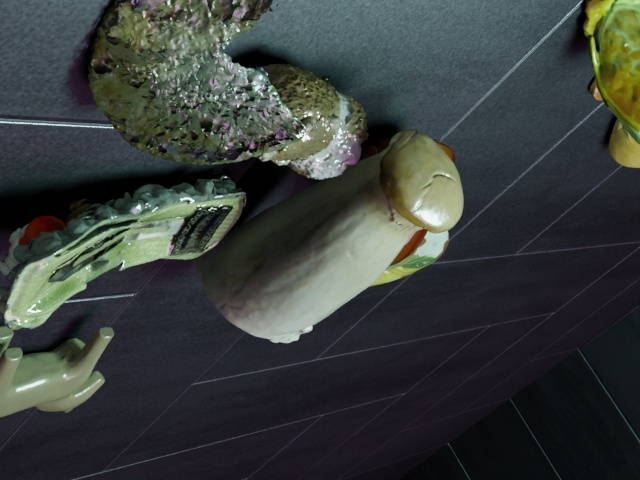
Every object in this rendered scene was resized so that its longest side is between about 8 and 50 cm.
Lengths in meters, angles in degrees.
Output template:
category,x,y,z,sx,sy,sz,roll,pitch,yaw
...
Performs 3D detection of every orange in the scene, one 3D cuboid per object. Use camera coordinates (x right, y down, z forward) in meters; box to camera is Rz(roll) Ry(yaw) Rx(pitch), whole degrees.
category,x,y,z,sx,sy,sz,roll,pitch,yaw
orange,0.494,-0.250,1.280,0.196,0.262,0.334,-4,141,-41

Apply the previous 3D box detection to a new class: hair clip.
category,x,y,z,sx,sy,sz,roll,pitch,yaw
hair clip,-0.224,-0.010,1.133,0.321,0.091,0.138,-23,153,-50

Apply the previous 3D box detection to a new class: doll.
category,x,y,z,sx,sy,sz,roll,pitch,yaw
doll,-0.036,-0.126,1.076,0.105,0.114,0.221,-30,163,29

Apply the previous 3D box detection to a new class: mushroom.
category,x,y,z,sx,sy,sz,roll,pitch,yaw
mushroom,0.000,0.009,1.239,0.138,0.154,0.407,9,153,-40

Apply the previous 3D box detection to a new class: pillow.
category,x,y,z,sx,sy,sz,roll,pitch,yaw
pillow,0.093,0.019,1.629,0.214,0.086,0.233,-28,164,24

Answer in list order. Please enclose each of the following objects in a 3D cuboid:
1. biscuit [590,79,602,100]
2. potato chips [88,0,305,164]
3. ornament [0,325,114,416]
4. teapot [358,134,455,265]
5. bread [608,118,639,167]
category,x,y,z,sx,sy,sz,roll,pitch,yaw
biscuit,0.457,-0.259,1.550,0.102,0.019,0.130,-14,154,-35
potato chips,-0.105,-0.156,0.920,0.202,0.029,0.219,6,130,-6
ornament,-0.373,0.185,1.404,0.230,0.061,0.245,-11,151,-44
teapot,0.080,-0.064,1.314,0.135,0.178,0.252,16,152,-18
bread,0.564,-0.187,1.757,0.134,0.085,0.173,-30,158,-1
